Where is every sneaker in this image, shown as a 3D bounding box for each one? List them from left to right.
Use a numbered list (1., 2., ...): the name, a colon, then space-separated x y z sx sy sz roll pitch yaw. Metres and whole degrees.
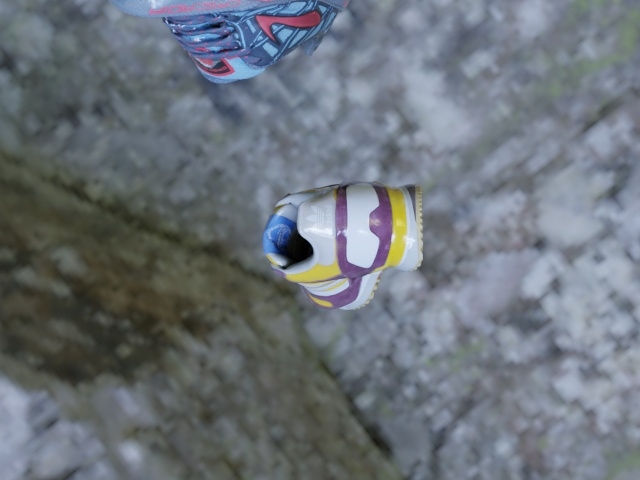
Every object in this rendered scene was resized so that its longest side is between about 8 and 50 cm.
1. sneaker: -0.055 -0.155 1.231 0.262 0.104 0.125 -16 135 -55
2. sneaker: 0.000 0.000 1.119 0.084 0.069 0.185 3 165 -15
